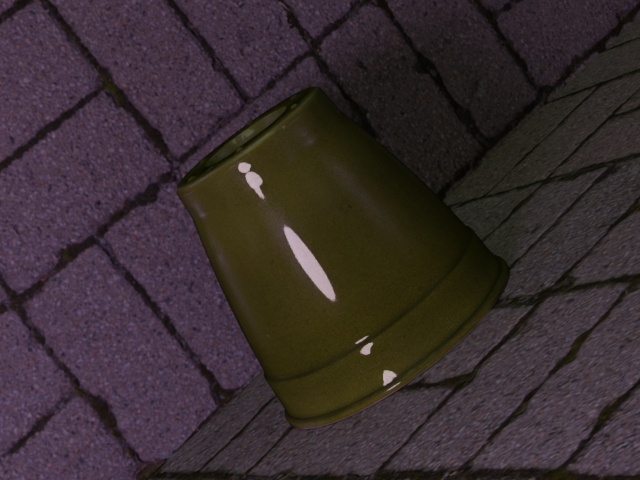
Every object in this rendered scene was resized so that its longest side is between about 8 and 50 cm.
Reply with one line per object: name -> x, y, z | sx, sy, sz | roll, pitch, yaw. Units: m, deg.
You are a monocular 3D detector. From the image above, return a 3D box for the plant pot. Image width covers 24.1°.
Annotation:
plant pot -> 0.000, 0.000, 1.998 | 0.366, 0.353, 0.366 | -35, 11, 8
